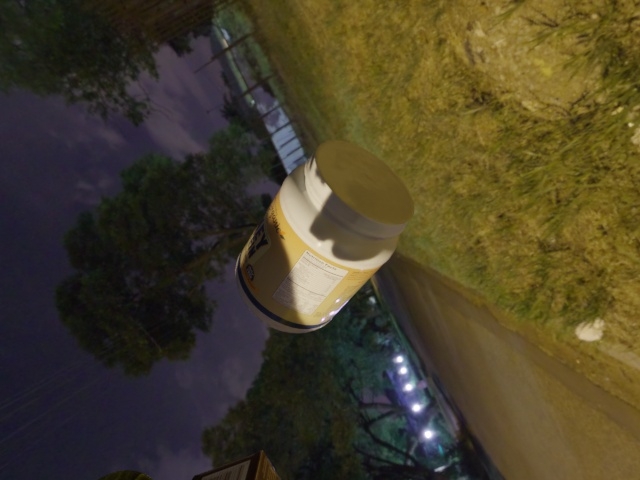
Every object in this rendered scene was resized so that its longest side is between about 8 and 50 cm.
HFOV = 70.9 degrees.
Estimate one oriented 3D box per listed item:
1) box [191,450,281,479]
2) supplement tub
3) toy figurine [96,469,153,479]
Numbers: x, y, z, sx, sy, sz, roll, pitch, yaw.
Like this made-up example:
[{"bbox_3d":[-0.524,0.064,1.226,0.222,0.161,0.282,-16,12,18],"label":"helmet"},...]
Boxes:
[{"bbox_3d":[-0.132,0.684,1.008,0.143,0.191,0.381,-80,-35,-75],"label":"box"},{"bbox_3d":[0.000,0.000,0.822,0.228,0.316,0.228,22,-140,-19],"label":"supplement tub"},{"bbox_3d":[-0.280,0.283,0.242,0.217,0.362,0.191,45,-170,-48],"label":"toy figurine"}]
